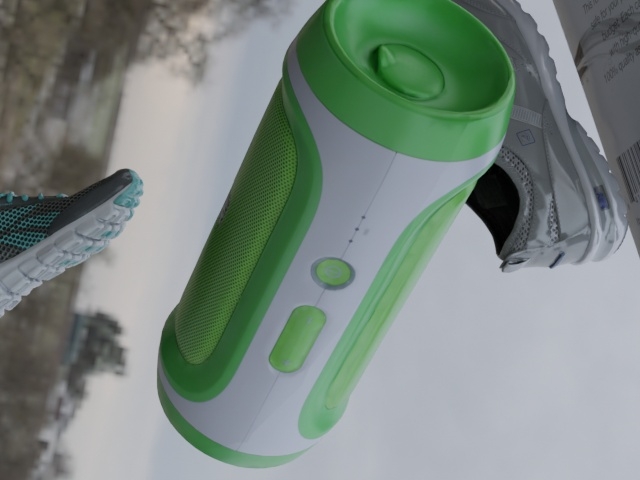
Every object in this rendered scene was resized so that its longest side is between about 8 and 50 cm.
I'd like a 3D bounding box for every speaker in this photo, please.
[{"bbox_3d":[0.000,0.000,0.911,0.131,0.131,0.296,-89,-161,-46],"label":"speaker"}]

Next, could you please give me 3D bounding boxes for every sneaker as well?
[{"bbox_3d":[-0.193,-0.008,1.030,0.076,0.166,0.065,58,-1,8],"label":"sneaker"},{"bbox_3d":[0.127,-0.098,1.254,0.281,0.115,0.105,60,-30,25],"label":"sneaker"}]

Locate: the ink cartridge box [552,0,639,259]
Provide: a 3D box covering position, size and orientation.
[{"bbox_3d":[0.336,-0.170,1.284,0.285,0.166,0.395,134,-59,-68],"label":"ink cartridge box"}]
